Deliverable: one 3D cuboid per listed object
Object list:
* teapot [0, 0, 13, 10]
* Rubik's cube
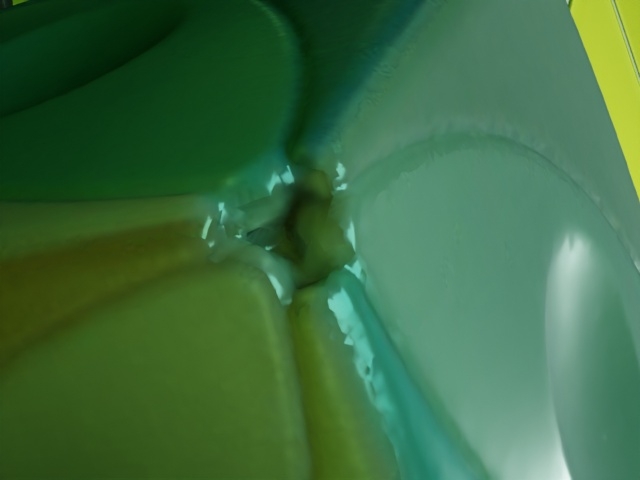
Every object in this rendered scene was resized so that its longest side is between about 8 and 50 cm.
[{"bbox_3d":[-0.046,-0.083,1.001,0.305,0.223,0.285,52,42,-51],"label":"teapot"},{"bbox_3d":[-0.051,0.086,0.735,0.351,0.347,0.352,-53,128,-59],"label":"Rubik's cube"}]
